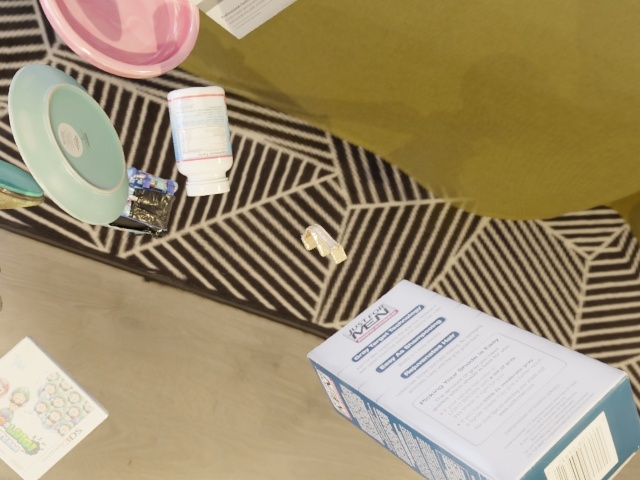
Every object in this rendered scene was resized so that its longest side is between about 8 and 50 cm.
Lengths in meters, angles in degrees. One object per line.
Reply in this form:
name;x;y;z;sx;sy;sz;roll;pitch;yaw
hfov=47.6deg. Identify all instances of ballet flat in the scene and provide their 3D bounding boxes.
ballet flat;-0.646;-0.115;1.234;0.348;0.123;0.123;29;81;-49

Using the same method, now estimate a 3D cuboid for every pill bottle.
pill bottle;-0.182;-0.152;1.116;0.087;0.087;0.160;-8;98;-10

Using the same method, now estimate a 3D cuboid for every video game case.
video game case;-0.397;0.232;0.991;0.143;0.019;0.157;-42;101;-2

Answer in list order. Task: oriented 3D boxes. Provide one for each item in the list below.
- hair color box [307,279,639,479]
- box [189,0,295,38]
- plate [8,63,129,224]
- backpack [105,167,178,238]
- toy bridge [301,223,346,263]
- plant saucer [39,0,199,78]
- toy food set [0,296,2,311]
hair color box;0.154;0.173;0.816;0.174;0.347;0.105;-35;118;-20
box;-0.083;-0.265;0.608;0.186;0.145;0.038;31;47;-42
plate;-0.261;-0.108;0.792;0.024;0.188;0.188;-20;91;16
backpack;-0.371;-0.078;1.335;0.173;0.158;0.117;16;86;-29
toy bridge;0.000;0.000;1.450;0.026;0.188;0.063;-29;106;-14
plant saucer;-0.400;-0.470;1.428;0.332;0.084;0.332;13;69;-38
toy food set;-0.503;0.040;0.955;0.104;0.111;0.232;-15;104;6
